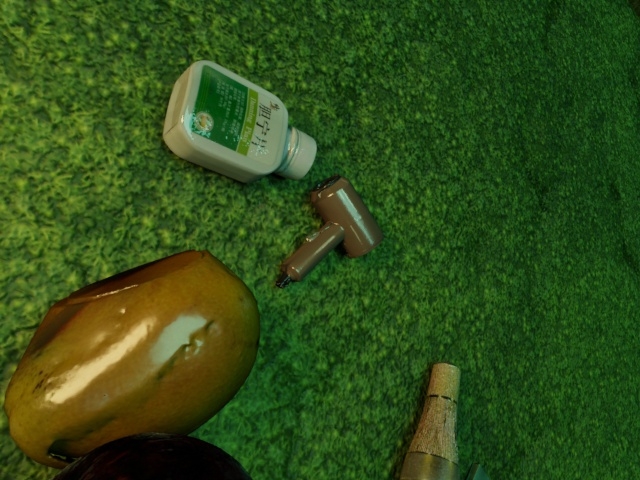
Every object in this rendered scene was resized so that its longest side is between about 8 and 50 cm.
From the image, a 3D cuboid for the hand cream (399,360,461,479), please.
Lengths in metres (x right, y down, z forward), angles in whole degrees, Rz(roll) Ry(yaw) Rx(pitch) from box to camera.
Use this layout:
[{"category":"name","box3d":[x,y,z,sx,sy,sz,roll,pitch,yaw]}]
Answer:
[{"category":"hand cream","box3d":[0.178,0.279,0.746,0.084,0.084,0.203,37,52,-27]}]

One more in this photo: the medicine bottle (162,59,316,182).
[{"category":"medicine bottle","box3d":[-0.096,-0.136,0.616,0.183,0.069,0.119,21,66,-35]}]

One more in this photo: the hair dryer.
[{"category":"hair dryer","box3d":[0.000,0.000,0.672,0.182,0.064,0.117,-44,107,-31]}]

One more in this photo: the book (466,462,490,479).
[{"category":"book","box3d":[0.271,0.456,0.813,0.135,0.017,0.103,56,50,-16]}]

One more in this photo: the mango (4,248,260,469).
[{"category":"mango","box3d":[-0.163,0.115,0.465,0.236,0.136,0.166,-23,101,-31]}]

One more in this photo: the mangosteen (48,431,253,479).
[{"category":"mangosteen","box3d":[-0.124,0.253,0.352,0.216,0.216,0.215,10,74,-37]}]
